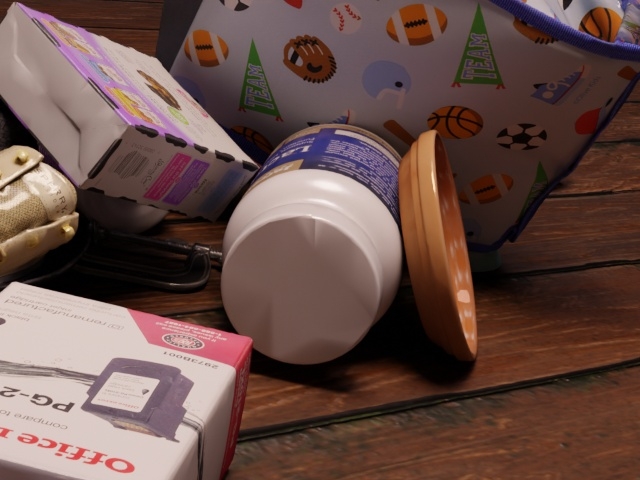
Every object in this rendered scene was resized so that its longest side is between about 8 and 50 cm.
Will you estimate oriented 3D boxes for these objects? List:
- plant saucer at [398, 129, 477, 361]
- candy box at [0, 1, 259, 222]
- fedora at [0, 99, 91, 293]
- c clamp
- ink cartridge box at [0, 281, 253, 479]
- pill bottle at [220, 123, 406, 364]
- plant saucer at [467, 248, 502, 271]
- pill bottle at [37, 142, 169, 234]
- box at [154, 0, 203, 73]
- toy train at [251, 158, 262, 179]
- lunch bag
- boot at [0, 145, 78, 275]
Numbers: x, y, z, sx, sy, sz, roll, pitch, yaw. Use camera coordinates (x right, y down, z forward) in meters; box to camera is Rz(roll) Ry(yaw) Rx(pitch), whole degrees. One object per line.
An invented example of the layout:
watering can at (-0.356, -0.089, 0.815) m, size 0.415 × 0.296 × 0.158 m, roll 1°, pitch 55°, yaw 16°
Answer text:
plant saucer at (0.099, 0.006, 1.202) m, size 0.037 × 0.200 × 0.200 m, roll -10°, pitch 16°, yaw 11°
candy box at (-0.168, -0.103, 1.188) m, size 0.165 × 0.070 × 0.196 m, roll 46°, pitch 15°, yaw 26°
fedora at (-0.355, -0.068, 1.177) m, size 0.334 × 0.152 × 0.334 m, roll 8°, pitch 20°, yaw -3°
c clamp at (-0.159, 0.011, 1.289) m, size 0.161 × 0.022 × 0.137 m, roll 9°, pitch 25°, yaw -7°
ink cartridge box at (-0.152, 0.122, 0.839) m, size 0.172 × 0.100 × 0.237 m, roll 13°, pitch 19°, yaw 6°
pill bottle at (0.000, 0.000, 1.202) m, size 0.153 × 0.153 × 0.264 m, roll 12°, pitch 18°, yaw 3°
plant saucer at (0.135, 0.001, 1.484) m, size 0.119 × 0.021 × 0.119 m, roll 11°, pitch 19°, yaw -4°
pill bottle at (-0.222, -0.088, 1.396) m, size 0.108 × 0.108 × 0.193 m, roll -1°, pitch 23°, yaw -32°
box at (-0.022, -0.232, 1.827) m, size 0.294 × 0.182 × 0.296 m, roll 16°, pitch 19°, yaw 17°
toy train at (-0.007, -0.106, 1.605) m, size 0.143 × 0.105 × 0.248 m, roll 14°, pitch 16°, yaw -26°
lunch bag at (0.094, -0.190, 1.357) m, size 0.385 × 0.328 × 0.239 m, roll 32°, pitch 45°, yaw 0°
boot at (-0.246, 0.000, 0.951) m, size 0.203 × 0.095 × 0.262 m, roll -30°, pitch 8°, yaw -34°
